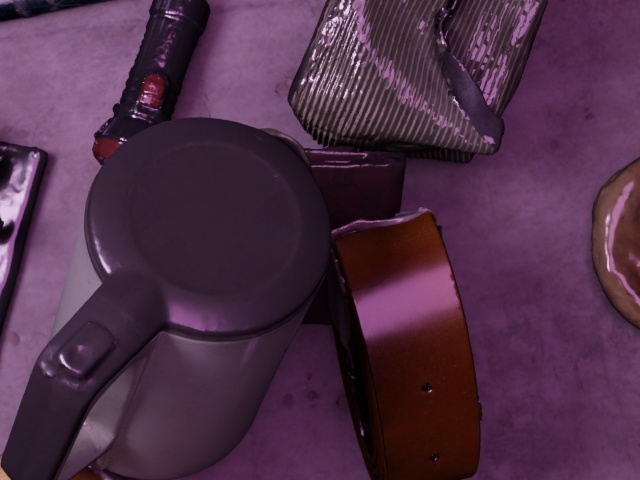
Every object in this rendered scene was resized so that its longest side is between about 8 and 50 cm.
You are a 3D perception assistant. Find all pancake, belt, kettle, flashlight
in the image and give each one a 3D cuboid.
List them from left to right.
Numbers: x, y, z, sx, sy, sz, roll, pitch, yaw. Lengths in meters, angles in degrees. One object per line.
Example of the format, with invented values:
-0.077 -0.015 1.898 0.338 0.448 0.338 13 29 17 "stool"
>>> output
-0.173 0.098 1.087 0.250 0.377 0.361 41 58 7 "kettle"
-0.195 -0.190 1.320 0.093 0.093 0.232 18 81 -2 "flashlight"
0.090 0.126 1.207 0.122 0.217 0.339 -14 124 -7 "belt"
0.475 0.001 1.370 0.294 0.049 0.295 1 81 -5 "pancake"

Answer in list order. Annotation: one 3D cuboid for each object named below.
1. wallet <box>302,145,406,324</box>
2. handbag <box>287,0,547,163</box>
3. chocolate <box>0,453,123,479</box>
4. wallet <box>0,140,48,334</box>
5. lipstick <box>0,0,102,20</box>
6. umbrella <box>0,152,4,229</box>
0.000 0.000 1.273 0.181 0.049 0.229 0 123 -5 "wallet"
0.125 -0.243 1.272 0.240 0.247 0.341 21 93 1 "handbag"
-0.185 0.370 1.232 0.445 0.162 0.162 31 81 -5 "chocolate"
-0.424 0.015 1.303 0.146 0.030 0.285 13 82 -4 "wallet"
-0.338 -0.314 1.327 0.289 0.077 0.076 -14 84 -7 "lipstick"
-0.469 -0.145 1.262 0.143 0.094 0.349 -30 74 -27 "umbrella"
